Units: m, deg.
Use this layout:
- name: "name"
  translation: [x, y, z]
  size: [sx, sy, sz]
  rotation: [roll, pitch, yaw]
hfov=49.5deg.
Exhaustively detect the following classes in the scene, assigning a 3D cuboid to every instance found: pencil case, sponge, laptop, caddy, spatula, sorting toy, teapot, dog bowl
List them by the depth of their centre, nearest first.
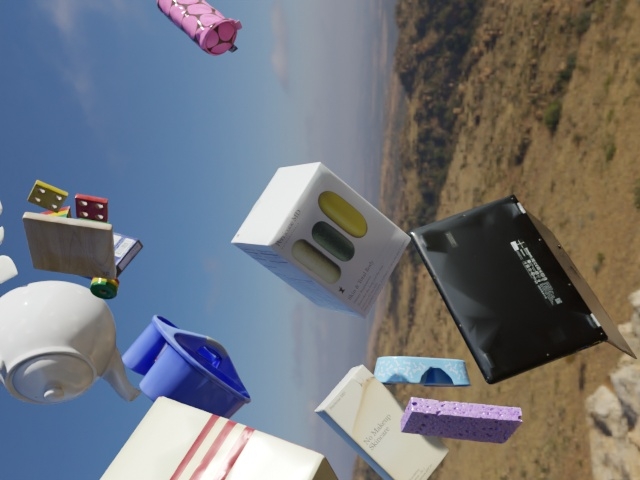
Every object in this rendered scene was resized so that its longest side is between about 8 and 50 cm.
- name: "sorting toy"
  translation: [-0.390, -0.007, 1.100]
  size: [0.275, 0.132, 0.046]
  rotation: [106, 170, -50]
- name: "teapot"
  translation: [-0.493, 0.209, 1.259]
  size: [0.253, 0.255, 0.187]
  rotation: [76, 174, -46]
- name: "spatula"
  translation: [-0.661, 0.026, 1.285]
  size: [0.019, 0.241, 0.168]
  rotation: [-7, -105, -66]
- name: "sponge"
  translation: [0.266, 0.347, 1.331]
  size: [0.117, 0.209, 0.031]
  rotation: [97, 178, -53]
- name: "pencil case"
  translation: [-0.264, -0.485, 1.504]
  size: [0.209, 0.098, 0.095]
  rotation: [45, 176, 26]
- name: "laptop"
  translation: [0.451, 0.122, 1.537]
  size: [0.236, 0.407, 0.382]
  rotation: [83, 166, -56]
- name: "caddy"
  translation: [-0.306, 0.313, 1.673]
  size: [0.241, 0.179, 0.341]
  rotation: [36, 171, 44]
- name: "dog bowl"
  translation: [0.287, 0.374, 1.973]
  size: [0.166, 0.297, 0.074]
  rotation: [151, 122, -64]

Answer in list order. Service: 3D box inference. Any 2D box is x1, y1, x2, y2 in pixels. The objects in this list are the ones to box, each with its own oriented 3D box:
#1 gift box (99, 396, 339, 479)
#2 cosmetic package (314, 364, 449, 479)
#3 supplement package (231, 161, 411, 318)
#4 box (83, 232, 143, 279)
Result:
- name: "gift box"
  translation: [-0.125, 0.348, 0.708]
  size: [0.258, 0.276, 0.255]
  rotation: [-58, -43, -34]
- name: "cosmetic package"
  translation: [0.155, 0.483, 1.771]
  size: [0.160, 0.309, 0.113]
  rotation: [-46, -1, -20]
- name: "supplement package"
  translation: [0.000, 0.000, 1.432]
  size: [0.199, 0.262, 0.198]
  rotation: [-58, 24, -14]
- name: "box"
  translation: [-0.574, 0.033, 1.771]
  size: [0.136, 0.225, 0.037]
  rotation: [-56, -36, -29]
